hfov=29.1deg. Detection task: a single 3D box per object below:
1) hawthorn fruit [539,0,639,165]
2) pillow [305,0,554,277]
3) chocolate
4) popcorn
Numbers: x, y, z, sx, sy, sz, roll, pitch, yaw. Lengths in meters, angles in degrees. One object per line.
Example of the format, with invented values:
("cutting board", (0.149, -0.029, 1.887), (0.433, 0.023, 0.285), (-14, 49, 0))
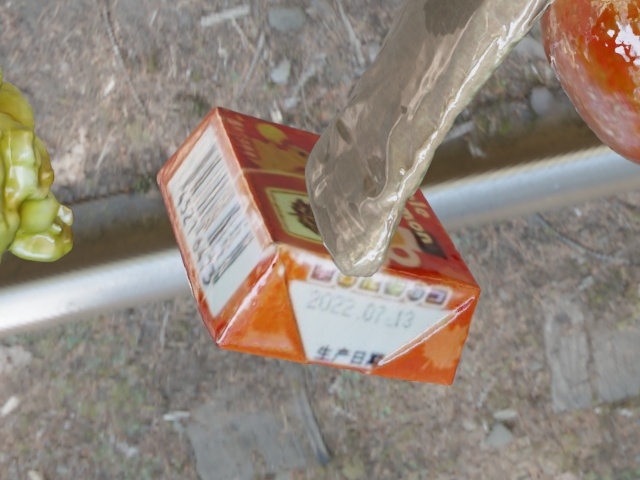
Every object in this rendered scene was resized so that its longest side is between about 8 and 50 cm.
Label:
("hawthorn fruit", (0.332, -0.198, 1.111), (0.284, 0.284, 0.284), (-2, 117, -4))
("pillow", (0.052, -0.084, 0.631), (0.034, 0.135, 0.211), (20, 117, -25))
("chocolate", (0.000, 0.000, 1.060), (0.234, 0.237, 0.108), (14, 120, -29))
("popcorn", (-0.298, -0.049, 0.957), (0.189, 0.218, 0.170), (-14, 88, -11))
